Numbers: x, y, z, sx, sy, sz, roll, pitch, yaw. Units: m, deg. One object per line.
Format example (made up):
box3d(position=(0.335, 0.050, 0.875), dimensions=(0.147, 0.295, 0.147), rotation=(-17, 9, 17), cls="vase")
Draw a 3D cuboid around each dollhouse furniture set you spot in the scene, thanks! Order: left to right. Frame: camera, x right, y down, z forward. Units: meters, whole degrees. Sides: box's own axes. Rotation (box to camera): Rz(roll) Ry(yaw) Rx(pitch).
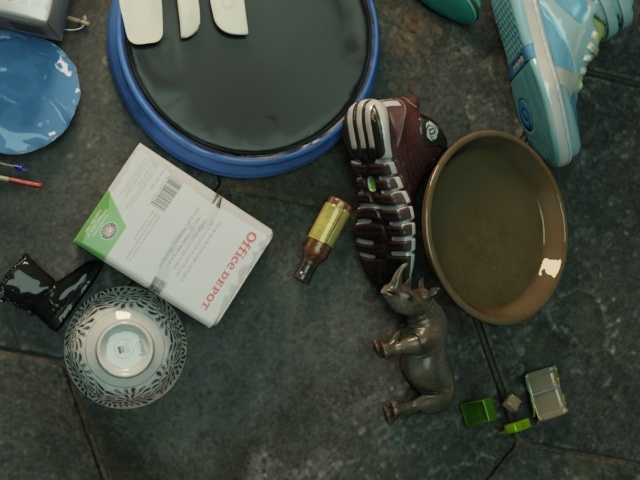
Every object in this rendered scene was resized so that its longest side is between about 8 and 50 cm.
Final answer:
box3d(position=(0.285, 0.240, 1.519), dimensions=(0.151, 0.058, 0.076), rotation=(-12, 81, -30), cls="dollhouse furniture set")

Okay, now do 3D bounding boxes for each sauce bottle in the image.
box3d(position=(0.000, 0.000, 1.475), dimensions=(0.042, 0.042, 0.128), rotation=(30, 81, -7), cls="sauce bottle")

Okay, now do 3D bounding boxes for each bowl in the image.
box3d(position=(-0.263, 0.146, 1.400), dimensions=(0.170, 0.080, 0.170), rotation=(0, 87, -10), cls="bowl")
box3d(position=(-0.102, -0.285, 1.459), dimensions=(0.391, 0.077, 0.391), rotation=(1, 86, -10), cls="bowl")

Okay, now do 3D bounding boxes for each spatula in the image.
box3d(position=(-0.196, -0.389, 1.401), dimensions=(0.168, 0.019, 0.242), rotation=(-8, 88, -9), cls="spatula")

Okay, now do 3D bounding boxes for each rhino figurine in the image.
box3d(position=(0.131, 0.143, 1.445), dimensions=(0.106, 0.073, 0.243), rotation=(-13, 110, -12), cls="rhino figurine")

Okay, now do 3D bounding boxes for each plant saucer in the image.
box3d(position=(0.244, -0.017, 1.473), dimensions=(0.278, 0.041, 0.278), rotation=(5, 81, -35), cls="plant saucer")

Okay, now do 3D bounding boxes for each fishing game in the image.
box3d(position=(-0.425, -0.203, 1.417), dimensions=(0.189, 0.041, 0.264), rotation=(11, 76, -9), cls="fishing game")

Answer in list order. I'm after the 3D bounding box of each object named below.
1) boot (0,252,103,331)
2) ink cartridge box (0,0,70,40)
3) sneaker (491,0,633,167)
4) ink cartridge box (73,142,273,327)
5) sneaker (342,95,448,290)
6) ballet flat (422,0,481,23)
box3d(position=(-0.368, 0.054, 1.407), dimensions=(0.099, 0.045, 0.121), rotation=(36, 82, -3), cls="boot")
box3d(position=(-0.448, -0.447, 1.345), dimensions=(0.271, 0.130, 0.309), rotation=(12, 89, -5), cls="ink cartridge box")
box3d(position=(0.384, -0.278, 1.520), dimensions=(0.208, 0.127, 0.319), rotation=(-13, 89, -9), cls="sneaker")
box3d(position=(-0.198, -0.003, 1.414), dimensions=(0.219, 0.092, 0.160), rotation=(34, 82, -7), cls="ink cartridge box")
box3d(position=(0.130, -0.073, 1.477), dimensions=(0.162, 0.106, 0.281), rotation=(-22, 112, -39), cls="sneaker")
box3d(position=(0.142, -0.414, 1.512), dimensions=(0.247, 0.083, 0.087), rotation=(30, 63, -9), cls="ballet flat")
